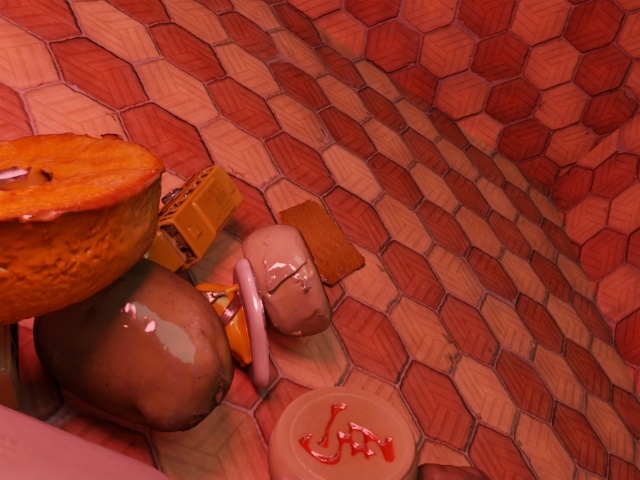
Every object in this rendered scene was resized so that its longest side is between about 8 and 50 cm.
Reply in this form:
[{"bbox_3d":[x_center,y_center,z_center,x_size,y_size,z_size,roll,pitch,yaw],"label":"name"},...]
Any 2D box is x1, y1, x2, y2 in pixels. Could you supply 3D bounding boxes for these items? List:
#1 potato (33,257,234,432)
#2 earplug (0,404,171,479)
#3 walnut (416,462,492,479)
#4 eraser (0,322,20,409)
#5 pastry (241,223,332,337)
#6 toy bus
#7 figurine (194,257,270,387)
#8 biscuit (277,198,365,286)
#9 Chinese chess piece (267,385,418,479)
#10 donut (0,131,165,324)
[{"bbox_3d":[-0.286,0.156,1.104,0.326,0.221,0.243,28,25,-1],"label":"potato"},{"bbox_3d":[-0.318,0.358,0.758,0.394,0.312,0.312,30,35,-27],"label":"earplug"},{"bbox_3d":[0.234,0.541,1.261,0.273,0.227,0.273,29,40,-28],"label":"walnut"},{"bbox_3d":[-0.467,0.146,0.999,0.058,0.117,0.172,-6,52,-17],"label":"eraser"},{"bbox_3d":[-0.066,0.085,1.446,0.265,0.133,0.264,159,-90,-88],"label":"pastry"},{"bbox_3d":[-0.269,-0.029,1.398,0.121,0.123,0.335,58,27,-20],"label":"toy bus"},{"bbox_3d":[-0.185,0.166,1.318,0.141,0.166,0.250,-8,75,-19],"label":"figurine"},{"bbox_3d":[0.000,0.000,1.809,0.237,0.013,0.232,50,32,9],"label":"biscuit"},{"bbox_3d":[0.040,0.379,1.236,0.273,0.102,0.273,6,33,-4],"label":"Chinese chess piece"},{"bbox_3d":[-0.405,-0.032,0.992,0.378,0.163,0.435,-11,24,-25],"label":"donut"}]
